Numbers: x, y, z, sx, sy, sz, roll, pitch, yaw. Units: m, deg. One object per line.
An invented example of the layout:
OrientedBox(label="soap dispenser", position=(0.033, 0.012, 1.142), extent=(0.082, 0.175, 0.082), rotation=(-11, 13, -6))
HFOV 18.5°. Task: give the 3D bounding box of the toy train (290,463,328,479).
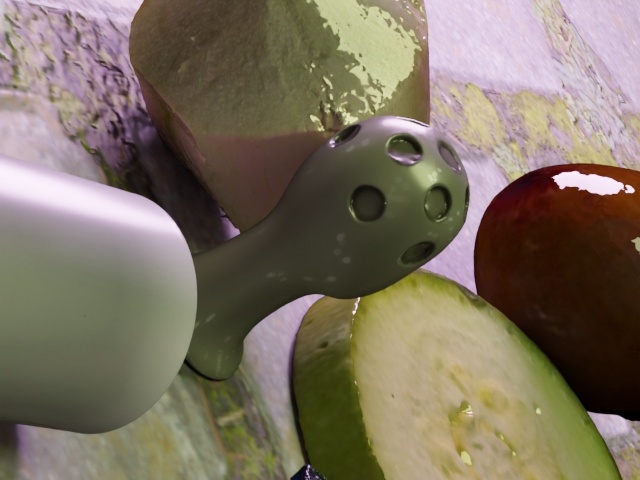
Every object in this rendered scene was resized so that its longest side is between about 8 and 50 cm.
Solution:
OrientedBox(label="toy train", position=(-0.010, 0.135, 0.890), extent=(0.017, 0.017, 0.083), rotation=(44, 27, -20))

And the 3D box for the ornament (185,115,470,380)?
OrientedBox(label="ornament", position=(0.000, 0.000, 0.902), extent=(0.081, 0.156, 0.075), rotation=(26, 40, -46))

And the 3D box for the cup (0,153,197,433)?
OrientedBox(label="cup", position=(-0.137, 0.016, 0.738), extent=(0.133, 0.136, 0.099), rotation=(16, 81, -53))

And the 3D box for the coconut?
OrientedBox(label="coconut", position=(-0.015, -0.085, 0.970), extent=(0.153, 0.147, 0.147), rotation=(78, -4, -57))

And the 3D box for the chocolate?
OrientedBox(label="chocolate", position=(0.170, 0.021, 1.179), extent=(0.177, 0.177, 0.177), rotation=(41, 29, -30))

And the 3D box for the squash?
OrientedBox(label="squash", position=(0.083, 0.129, 1.026), extent=(0.252, 0.049, 0.252), rotation=(41, 30, -30))
